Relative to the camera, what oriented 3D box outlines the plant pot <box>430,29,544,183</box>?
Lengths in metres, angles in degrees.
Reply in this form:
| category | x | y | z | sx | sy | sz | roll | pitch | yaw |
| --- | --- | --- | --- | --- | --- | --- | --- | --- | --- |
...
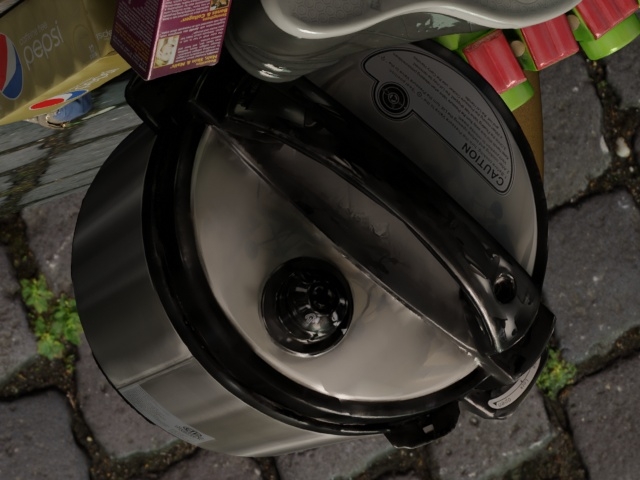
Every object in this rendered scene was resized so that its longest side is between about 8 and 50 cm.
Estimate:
| category | x | y | z | sx | sy | sz | roll | pitch | yaw |
| --- | --- | --- | --- | --- | --- | --- | --- | --- | --- |
| plant pot | 0.164 | -0.146 | 2.007 | 0.237 | 0.254 | 0.237 | -20 | 180 | 0 |

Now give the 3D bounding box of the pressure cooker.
| category | x | y | z | sx | sy | sz | roll | pitch | yaw |
| --- | --- | --- | --- | --- | --- | --- | --- | --- | --- |
| pressure cooker | -0.002 | 0.006 | 1.534 | 0.370 | 0.375 | 0.420 | -2 | 170 | -22 |

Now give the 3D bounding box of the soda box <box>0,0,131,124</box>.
| category | x | y | z | sx | sy | sz | roll | pitch | yaw |
| --- | --- | --- | --- | --- | --- | --- | --- | --- | --- |
| soda box | -0.167 | -0.127 | 1.122 | 0.058 | 0.061 | 0.181 | -18 | 180 | -35 |

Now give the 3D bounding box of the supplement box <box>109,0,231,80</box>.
| category | x | y | z | sx | sy | sz | roll | pitch | yaw |
| --- | --- | --- | --- | --- | --- | --- | --- | --- | --- |
| supplement box | -0.085 | -0.142 | 1.014 | 0.055 | 0.043 | 0.083 | -19 | 140 | -37 |

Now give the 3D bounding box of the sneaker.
| category | x | y | z | sx | sy | sz | roll | pitch | yaw |
| --- | --- | --- | --- | --- | --- | --- | --- | --- | --- |
| sneaker | 0.056 | -0.187 | 1.275 | 0.296 | 0.104 | 0.147 | -12 | 179 | -30 |

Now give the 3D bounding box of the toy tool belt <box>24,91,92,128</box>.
| category | x | y | z | sx | sy | sz | roll | pitch | yaw |
| --- | --- | --- | --- | --- | --- | --- | --- | --- | --- |
| toy tool belt | -0.212 | -0.120 | 1.449 | 0.051 | 0.052 | 0.083 | -9 | -175 | 27 |

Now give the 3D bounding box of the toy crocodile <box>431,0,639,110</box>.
| category | x | y | z | sx | sy | sz | roll | pitch | yaw |
| --- | --- | --- | --- | --- | --- | --- | --- | --- | --- |
| toy crocodile | 0.228 | -0.213 | 1.749 | 0.340 | 0.115 | 0.105 | -32 | -167 | -8 |
